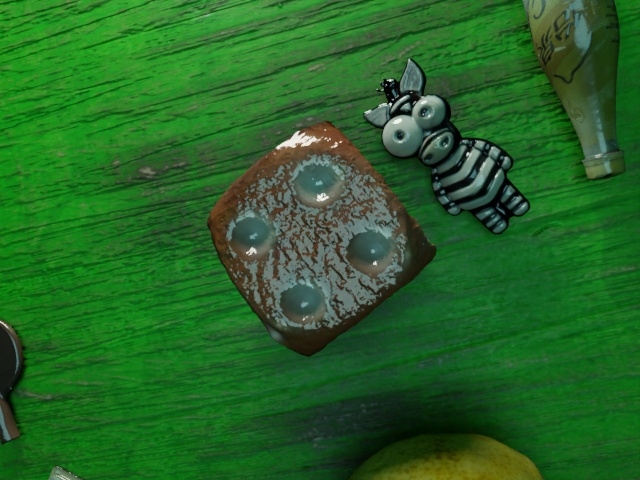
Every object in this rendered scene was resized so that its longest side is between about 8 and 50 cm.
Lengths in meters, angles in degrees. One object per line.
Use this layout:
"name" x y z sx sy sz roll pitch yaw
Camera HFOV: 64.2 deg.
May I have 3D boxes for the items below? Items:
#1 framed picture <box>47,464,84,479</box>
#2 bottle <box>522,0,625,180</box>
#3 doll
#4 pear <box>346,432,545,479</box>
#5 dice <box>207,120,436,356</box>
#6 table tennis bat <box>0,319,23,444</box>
"framed picture" -0.260 0.455 0.644 0.297 0.019 0.232 24 93 6
"bottle" 0.274 -0.197 0.543 0.083 0.083 0.269 -12 93 7
"doll" 0.138 -0.099 0.567 0.219 0.067 0.091 47 115 7
"pear" 0.117 0.322 0.481 0.272 0.271 0.270 0 90 7
"dice" 0.000 0.000 0.531 0.174 0.175 0.179 -39 86 7
"table tennis bat" -0.437 0.179 0.616 0.108 0.119 0.169 -22 86 7
